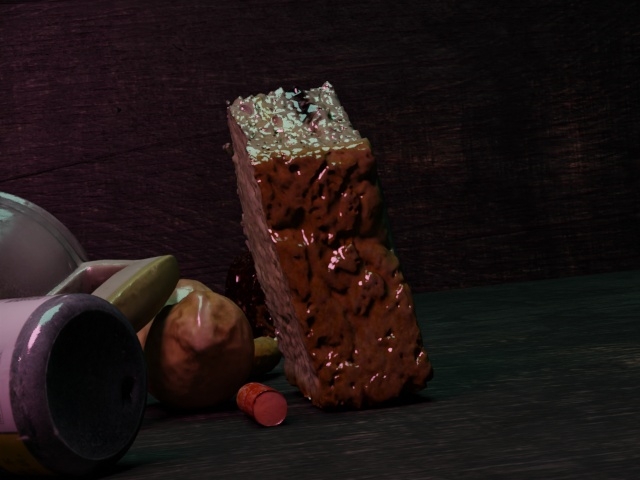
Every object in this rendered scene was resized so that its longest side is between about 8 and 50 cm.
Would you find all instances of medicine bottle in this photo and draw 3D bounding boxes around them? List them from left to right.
[{"bbox_3d":[-0.291,0.120,1.143,0.293,0.141,0.141,-5,0,32],"label":"medicine bottle"}]

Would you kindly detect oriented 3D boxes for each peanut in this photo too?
[{"bbox_3d":[-0.139,0.110,1.485,0.122,0.137,0.253,-8,3,-17],"label":"peanut"}]

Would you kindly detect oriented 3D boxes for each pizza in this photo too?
[{"bbox_3d":[-0.130,0.148,1.760,0.161,0.062,0.182,-13,-2,36],"label":"pizza"}]

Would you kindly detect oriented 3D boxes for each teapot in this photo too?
[{"bbox_3d":[-0.330,0.108,1.435,0.322,0.239,0.239,16,29,8],"label":"teapot"}]

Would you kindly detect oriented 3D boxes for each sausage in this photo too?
[{"bbox_3d":[-0.058,0.151,1.329,0.034,0.034,0.129,-6,0,-12],"label":"sausage"}]

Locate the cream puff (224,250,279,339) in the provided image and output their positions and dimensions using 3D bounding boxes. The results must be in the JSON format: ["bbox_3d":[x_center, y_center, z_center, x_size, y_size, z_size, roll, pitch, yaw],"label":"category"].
[{"bbox_3d":[-0.028,0.085,2.166,0.239,0.164,0.239,-1,-1,0],"label":"cream puff"}]

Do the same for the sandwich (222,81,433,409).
[{"bbox_3d":[0.000,0.000,1.440,0.131,0.325,0.262,-17,2,-8],"label":"sandwich"}]
